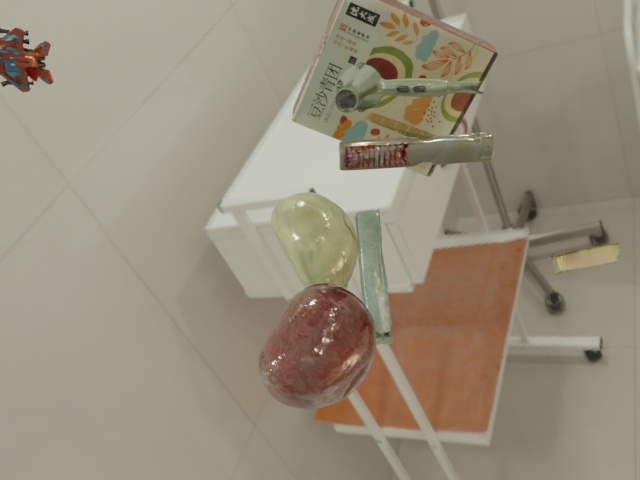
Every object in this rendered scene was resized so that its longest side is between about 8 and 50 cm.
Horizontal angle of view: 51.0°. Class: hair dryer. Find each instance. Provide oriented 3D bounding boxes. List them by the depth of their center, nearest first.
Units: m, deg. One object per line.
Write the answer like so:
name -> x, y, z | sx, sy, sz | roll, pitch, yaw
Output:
hair dryer -> 0.133, -0.270, 1.213 | 0.267, 0.093, 0.229 | 9, 24, 29

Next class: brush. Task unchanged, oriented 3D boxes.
brush -> 0.196, -0.174, 1.322 | 0.320, 0.060, 0.050 | -5, 14, -11

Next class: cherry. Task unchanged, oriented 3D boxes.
cherry -> -0.008, 0.223, 1.374 | 0.221, 0.261, 0.307 | 26, 23, 22

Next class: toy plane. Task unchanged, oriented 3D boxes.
toy plane -> -0.571, -0.324, 1.177 | 0.189, 0.130, 0.061 | 10, 46, -8

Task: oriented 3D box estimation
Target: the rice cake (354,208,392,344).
rice cake -> 0.128, 0.087, 1.631 | 0.066, 0.063, 0.337 | -4, 71, 1

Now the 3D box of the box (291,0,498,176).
box -> 0.171, -0.386, 1.632 | 0.122, 0.385, 0.345 | -88, 21, -60

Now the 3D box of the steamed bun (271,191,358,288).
steamed bun -> 0.000, 0.000, 2.100 | 0.232, 0.312, 0.334 | -30, 75, -7

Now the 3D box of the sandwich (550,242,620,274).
sandwich -> 0.663, 0.043, 1.669 | 0.162, 0.058, 0.193 | -14, -7, 16
